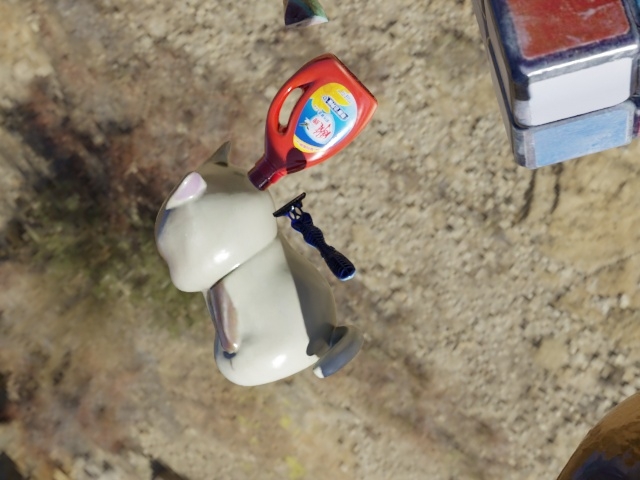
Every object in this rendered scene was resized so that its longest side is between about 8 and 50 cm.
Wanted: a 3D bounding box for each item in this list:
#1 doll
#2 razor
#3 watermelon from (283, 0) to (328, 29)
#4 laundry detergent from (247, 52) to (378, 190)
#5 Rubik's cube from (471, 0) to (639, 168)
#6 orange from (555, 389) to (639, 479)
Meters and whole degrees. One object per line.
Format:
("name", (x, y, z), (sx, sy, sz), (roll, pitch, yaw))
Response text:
("doll", (-0.115, 0.058, 1.852), (0.226, 0.215, 0.370), (-34, 95, 31))
("razor", (0.001, 0.003, 1.297), (0.154, 0.044, 0.028), (49, 173, 47))
("watermelon", (-0.031, -0.394, 2.084), (0.092, 0.084, 0.072), (30, 131, -21))
("laundry detergent", (-0.021, -0.124, 1.342), (0.165, 0.049, 0.097), (-43, 95, 10))
("Rubik's cube", (0.363, -0.314, 1.566), (0.313, 0.318, 0.316), (-15, 162, 6))
("orange", (0.220, 0.176, 0.613), (0.183, 0.249, 0.249), (25, 153, -37))
